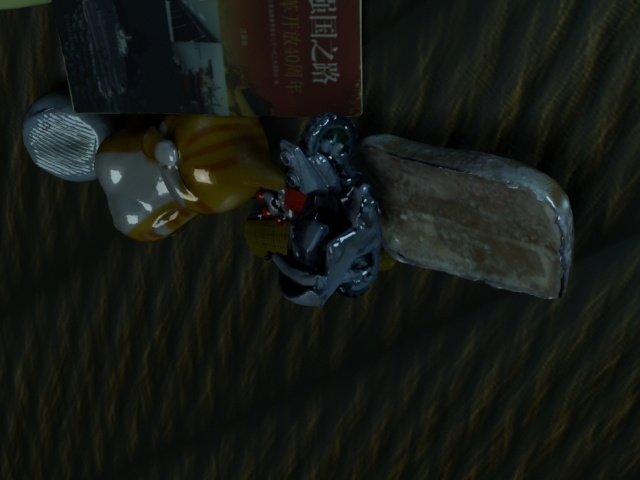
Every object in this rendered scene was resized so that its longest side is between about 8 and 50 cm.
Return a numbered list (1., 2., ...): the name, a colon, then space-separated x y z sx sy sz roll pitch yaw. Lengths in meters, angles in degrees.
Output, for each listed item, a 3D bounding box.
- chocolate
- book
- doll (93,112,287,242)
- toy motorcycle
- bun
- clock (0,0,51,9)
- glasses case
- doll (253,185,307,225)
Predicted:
1. chocolate: 0.183 -0.044 1.761 0.303 0.100 0.185 14 139 30
2. book: -0.136 -0.257 1.703 0.373 0.028 0.263 1 135 4
3. doll: -0.182 -0.095 1.888 0.269 0.162 0.167 -16 97 47
4. toy motorcycle: 0.000 -0.023 1.757 0.106 0.159 0.270 27 144 43
5. bun: -0.347 -0.153 1.986 0.140 0.083 0.141 10 129 12
6. clock: -0.443 -0.422 1.734 0.348 0.117 0.286 -3 131 35
7. glasses case: 0.000 0.000 1.950 0.234 0.064 0.079 5 140 27
8. doll: -0.015 -0.060 1.892 0.169 0.057 0.109 -11 108 23
